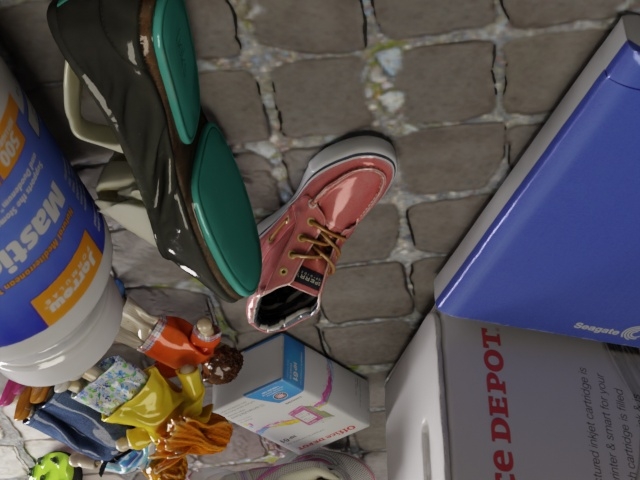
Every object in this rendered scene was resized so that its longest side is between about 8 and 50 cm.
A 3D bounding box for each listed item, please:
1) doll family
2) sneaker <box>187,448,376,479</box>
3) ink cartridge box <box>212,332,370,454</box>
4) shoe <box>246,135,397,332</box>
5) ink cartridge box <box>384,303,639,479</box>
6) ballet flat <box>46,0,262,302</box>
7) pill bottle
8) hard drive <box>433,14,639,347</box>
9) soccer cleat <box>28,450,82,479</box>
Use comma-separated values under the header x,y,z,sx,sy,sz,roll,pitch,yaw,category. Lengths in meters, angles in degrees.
x,y,z,sx,sy,sz,roll,pitch,yaw,category
-0.171,0.159,1.157,0.163,0.118,0.263,31,136,-23,doll family
-0.013,0.256,1.259,0.111,0.102,0.252,-3,179,37,sneaker
-0.025,0.143,1.212,0.089,0.052,0.122,-28,138,32,ink cartridge box
0.000,0.000,0.990,0.064,0.081,0.178,20,139,-27,shoe
0.263,0.230,1.142,0.395,0.285,0.166,9,144,-13,ink cartridge box
-0.113,-0.066,0.899,0.096,0.095,0.280,0,135,15,ballet flat
-0.234,-0.010,0.909,0.152,0.152,0.272,-9,144,11,pill bottle
0.243,-0.027,0.995,0.210,0.040,0.318,10,142,-16,hard drive
-0.270,0.261,1.372,0.072,0.060,0.179,7,151,-28,soccer cleat
